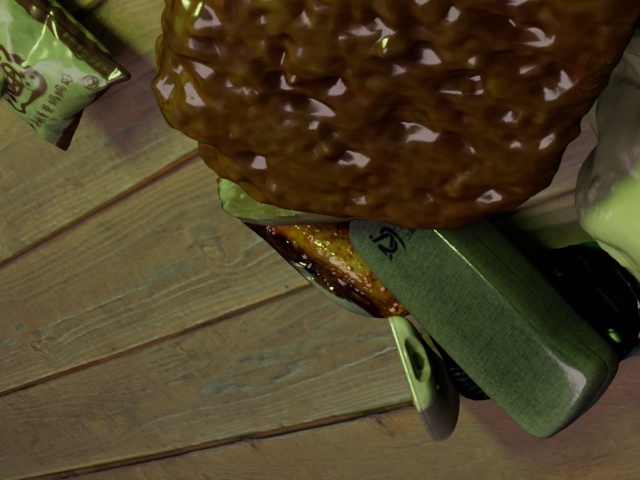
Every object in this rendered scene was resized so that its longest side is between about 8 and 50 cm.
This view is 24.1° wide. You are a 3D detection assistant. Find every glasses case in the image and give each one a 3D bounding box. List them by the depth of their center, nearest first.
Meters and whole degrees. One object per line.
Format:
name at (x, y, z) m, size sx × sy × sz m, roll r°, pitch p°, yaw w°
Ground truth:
glasses case at (0.164, 0.058, 1.561) m, size 0.323 × 0.074 × 0.131 m, roll 47°, pitch 137°, yaw 18°

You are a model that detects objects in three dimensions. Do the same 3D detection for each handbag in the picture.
handbag at (-0.340, -0.217, 1.698) m, size 0.235 × 0.127 × 0.213 m, roll 41°, pitch 152°, yaw -8°

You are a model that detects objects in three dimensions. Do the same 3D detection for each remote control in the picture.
remote control at (0.129, 0.163, 1.751) m, size 0.055 × 0.109 × 0.313 m, roll -18°, pitch 164°, yaw 4°

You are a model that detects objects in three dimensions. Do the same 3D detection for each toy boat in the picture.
toy boat at (0.249, 0.078, 1.609) m, size 0.299 × 0.092 × 0.134 m, roll -24°, pitch 88°, yaw 49°

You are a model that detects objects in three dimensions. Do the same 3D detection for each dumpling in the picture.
dumpling at (0.330, -0.053, 1.268) m, size 0.395 × 0.233 × 0.315 m, roll 55°, pitch 177°, yaw -40°

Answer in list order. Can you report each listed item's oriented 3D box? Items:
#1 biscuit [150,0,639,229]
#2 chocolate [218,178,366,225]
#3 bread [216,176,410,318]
biscuit at (0.053, -0.176, 1.128) m, size 0.343 × 0.166 × 0.395 m, roll 11°, pitch 143°, yaw -6°
chocolate at (0.011, -0.079, 1.551) m, size 0.254 × 0.157 × 0.080 m, roll -1°, pitch 155°, yaw 45°
bread at (0.001, -0.002, 1.727) m, size 0.269 × 0.095 × 0.139 m, roll 37°, pitch 166°, yaw 24°
